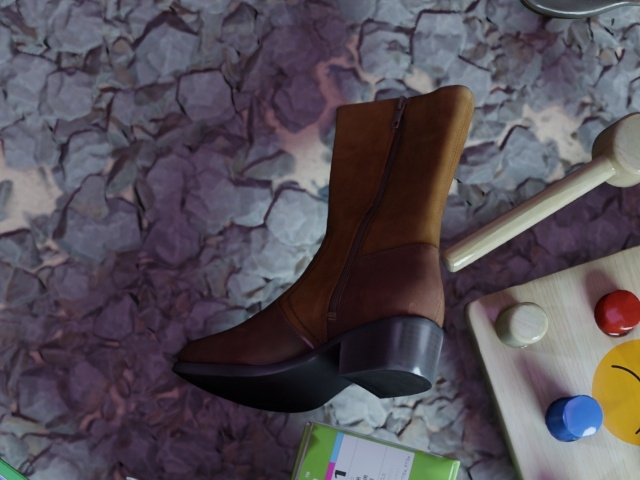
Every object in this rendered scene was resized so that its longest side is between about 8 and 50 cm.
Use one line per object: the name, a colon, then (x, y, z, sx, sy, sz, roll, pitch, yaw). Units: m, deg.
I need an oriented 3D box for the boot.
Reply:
boot: (0.000, 0.000, 1.685, 0.096, 0.264, 0.280, 32, 56, -42)

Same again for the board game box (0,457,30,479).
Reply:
board game box: (-0.389, 0.296, 1.636, 0.213, 0.046, 0.317, 38, 80, -5)

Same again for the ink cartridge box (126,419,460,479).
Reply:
ink cartridge box: (-0.026, 0.219, 1.626, 0.255, 0.189, 0.097, 16, 67, 3)

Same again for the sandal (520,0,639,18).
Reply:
sandal: (0.289, -0.248, 1.790, 0.219, 0.060, 0.090, 4, 84, -9)

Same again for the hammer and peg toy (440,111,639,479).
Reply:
hammer and peg toy: (0.258, 0.088, 1.722, 0.266, 0.127, 0.361, -19, 86, -10)
